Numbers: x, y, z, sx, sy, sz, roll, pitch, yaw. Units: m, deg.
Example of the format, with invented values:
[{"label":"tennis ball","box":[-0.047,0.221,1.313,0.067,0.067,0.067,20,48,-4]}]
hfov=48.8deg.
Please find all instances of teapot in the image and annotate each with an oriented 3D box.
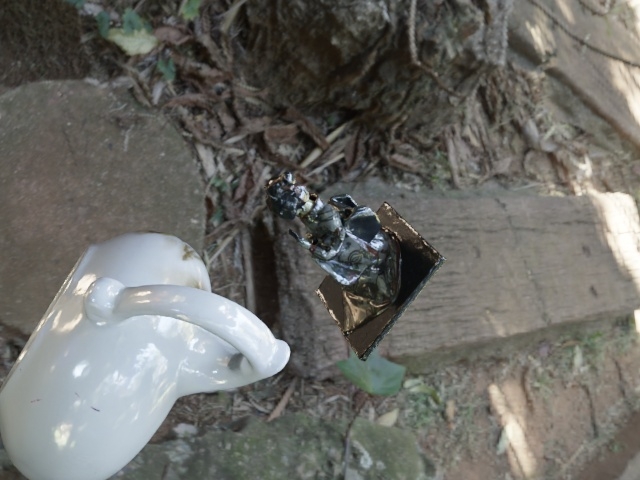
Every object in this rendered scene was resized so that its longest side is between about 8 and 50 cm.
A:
[{"label":"teapot","box":[-0.146,0.090,0.531,0.139,0.298,0.204,34,60,-16]}]

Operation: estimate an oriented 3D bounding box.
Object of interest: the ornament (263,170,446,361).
[{"label":"ornament","box":[0.000,0.000,0.806,0.196,0.166,0.153,33,101,-33]}]
